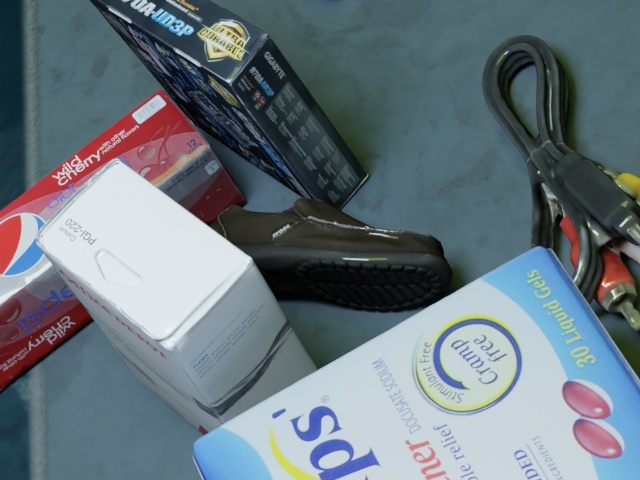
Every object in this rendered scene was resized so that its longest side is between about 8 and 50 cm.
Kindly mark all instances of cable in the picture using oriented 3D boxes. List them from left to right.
[{"bbox_3d":[0.193,-0.040,1.543,0.139,0.072,0.287,-45,41,10],"label":"cable"}]

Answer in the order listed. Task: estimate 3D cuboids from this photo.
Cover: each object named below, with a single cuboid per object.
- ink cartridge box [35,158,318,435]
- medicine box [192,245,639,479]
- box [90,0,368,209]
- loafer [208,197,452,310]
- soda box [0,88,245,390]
[{"bbox_3d":[-0.096,0.061,1.470,0.158,0.218,0.092,35,76,34],"label":"ink cartridge box"},{"bbox_3d":[0.103,0.196,1.354,0.289,0.149,0.263,-30,54,0],"label":"medicine box"},{"bbox_3d":[-0.073,-0.123,1.575,0.175,0.220,0.051,34,81,34],"label":"box"},{"bbox_3d":[0.000,0.000,1.556,0.220,0.080,0.078,4,62,23],"label":"loafer"},{"bbox_3d":[-0.197,0.001,1.622,0.263,0.092,0.083,-37,55,-5],"label":"soda box"}]
